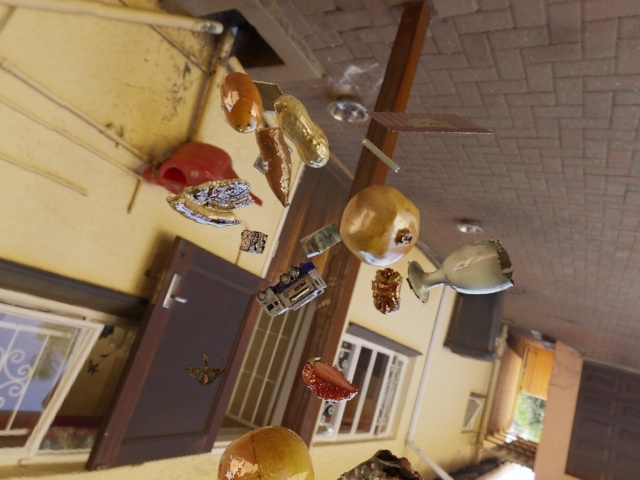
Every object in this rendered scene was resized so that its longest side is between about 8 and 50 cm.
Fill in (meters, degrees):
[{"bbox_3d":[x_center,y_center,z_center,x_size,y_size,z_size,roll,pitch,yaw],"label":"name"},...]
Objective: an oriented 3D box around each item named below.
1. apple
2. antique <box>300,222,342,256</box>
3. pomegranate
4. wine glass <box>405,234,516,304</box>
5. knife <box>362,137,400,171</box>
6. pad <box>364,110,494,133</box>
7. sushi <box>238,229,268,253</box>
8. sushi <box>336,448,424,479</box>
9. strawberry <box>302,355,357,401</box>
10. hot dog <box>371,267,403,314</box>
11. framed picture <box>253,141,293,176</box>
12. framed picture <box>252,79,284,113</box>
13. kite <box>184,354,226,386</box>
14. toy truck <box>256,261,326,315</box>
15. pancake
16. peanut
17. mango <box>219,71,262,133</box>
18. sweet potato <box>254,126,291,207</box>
[{"bbox_3d":[-0.158,0.666,1.233,0.286,0.286,0.233,35,-157,-56],"label":"apple"},{"bbox_3d":[0.000,0.000,1.885,0.088,0.086,0.183,-22,-174,42],"label":"antique"},{"bbox_3d":[0.300,-0.070,2.135,0.416,0.417,0.417,17,168,4],"label":"pomegranate"},{"bbox_3d":[0.491,0.110,1.507,0.357,0.190,0.190,-22,147,32],"label":"wine glass"},{"bbox_3d":[0.202,-0.286,1.449,0.162,0.023,0.044,45,-175,14],"label":"knife"},{"bbox_3d":[0.292,-0.326,1.184,0.299,0.005,0.202,-2,-150,-15],"label":"pad"},{"bbox_3d":[-0.242,0.006,1.571,0.098,0.084,0.094,13,177,42],"label":"sushi"},{"bbox_3d":[0.200,0.952,1.484,0.417,0.417,0.176,3,139,50],"label":"sushi"},{"bbox_3d":[0.021,0.584,1.757,0.175,0.107,0.236,13,-163,-36],"label":"strawberry"},{"bbox_3d":[0.301,0.229,1.948,0.146,0.213,0.103,0,172,13],"label":"hot dog"},{"bbox_3d":[-0.217,-0.384,2.001,0.014,0.197,0.252,27,177,19],"label":"framed picture"},{"bbox_3d":[-0.199,-0.567,1.713,0.150,0.203,0.015,-7,145,-38],"label":"framed picture"},{"bbox_3d":[-0.493,0.556,1.847,0.183,0.160,0.010,7,130,-18],"label":"kite"},{"bbox_3d":[-0.123,0.212,1.782,0.155,0.268,0.124,56,-161,8],"label":"toy truck"},{"bbox_3d":[-0.317,-0.097,1.279,0.257,0.056,0.212,-13,154,-20],"label":"pancake"},{"bbox_3d":[-0.063,-0.391,1.546,0.130,0.130,0.290,3,139,50],"label":"peanut"},{"bbox_3d":[-0.194,-0.334,1.026,0.084,0.159,0.105,-19,169,-46],"label":"mango"},{"bbox_3d":[-0.177,-0.302,1.789,0.131,0.337,0.131,-11,-165,3],"label":"sweet potato"}]
